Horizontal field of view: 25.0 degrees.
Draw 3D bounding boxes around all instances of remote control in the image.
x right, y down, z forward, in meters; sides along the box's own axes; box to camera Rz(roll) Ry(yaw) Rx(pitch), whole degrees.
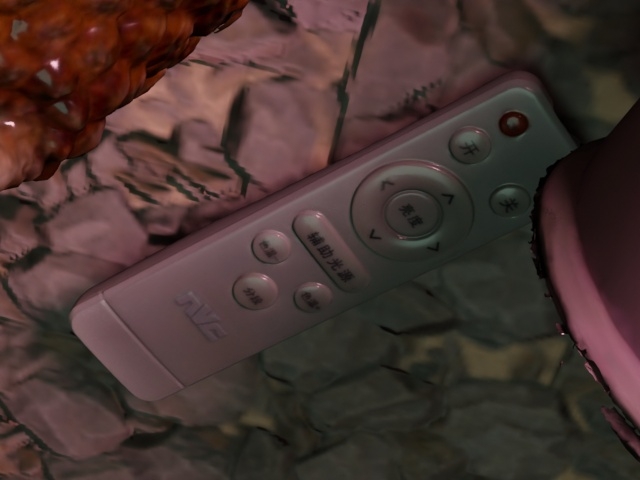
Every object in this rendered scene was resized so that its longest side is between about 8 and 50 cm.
[{"bbox_3d":[0.000,0.000,0.476,0.184,0.027,0.050,-26,121,24],"label":"remote control"}]

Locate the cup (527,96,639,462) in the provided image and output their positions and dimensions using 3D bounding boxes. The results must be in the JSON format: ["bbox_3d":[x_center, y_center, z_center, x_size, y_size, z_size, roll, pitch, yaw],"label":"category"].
[{"bbox_3d":[0.196,-0.065,0.288,0.203,0.203,0.288,25,122,-8],"label":"cup"}]

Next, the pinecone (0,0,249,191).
[{"bbox_3d":[-0.100,-0.089,0.345,0.173,0.173,0.174,6,129,7],"label":"pinecone"}]
